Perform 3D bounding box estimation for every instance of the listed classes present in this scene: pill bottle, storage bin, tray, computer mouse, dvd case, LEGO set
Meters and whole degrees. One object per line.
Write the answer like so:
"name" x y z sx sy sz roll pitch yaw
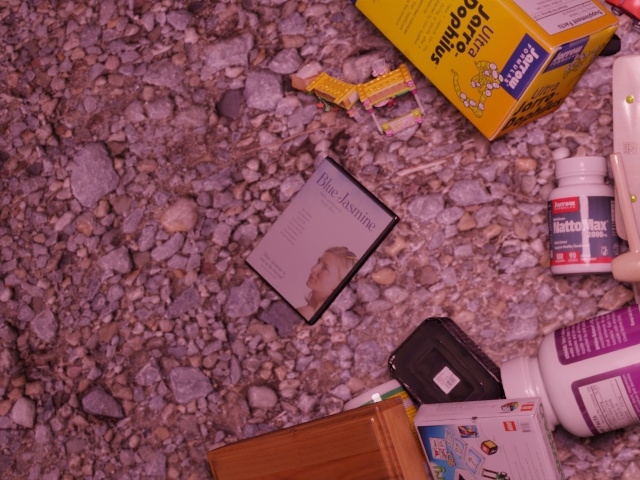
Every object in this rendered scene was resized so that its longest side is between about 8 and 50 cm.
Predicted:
"pill bottle" 0.435 0.198 1.398 0.301 0.169 0.169 -21 79 19
"storage bin" 0.215 0.224 1.531 0.122 0.084 0.180 -48 70 12
"pill bottle" 0.129 0.346 1.538 0.117 0.117 0.208 -31 76 17
"tray" -0.010 0.405 1.537 0.411 0.076 0.203 -24 81 38
"computer mouse" 0.383 -0.365 1.519 0.242 0.071 0.041 39 126 23
"dvd case" 0.000 0.000 1.668 0.180 0.022 0.253 43 102 20
"LEGO set" 0.082 -0.250 1.633 0.287 0.107 0.132 -6 49 26
"pill bottle" 0.412 -0.037 1.457 0.108 0.108 0.180 -4 84 22

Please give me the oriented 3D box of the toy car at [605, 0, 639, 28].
"toy car" 0.584 -0.341 1.438 0.225 0.053 0.239 -21 79 20

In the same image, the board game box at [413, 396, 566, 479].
"board game box" 0.279 0.385 1.424 0.193 0.053 0.305 -9 112 29

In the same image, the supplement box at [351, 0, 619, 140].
"supplement box" 0.249 -0.365 1.466 0.356 0.194 0.195 49 139 18

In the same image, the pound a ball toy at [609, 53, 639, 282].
"pound a ball toy" 0.498 -0.112 1.349 0.135 0.208 0.319 -1 99 23
